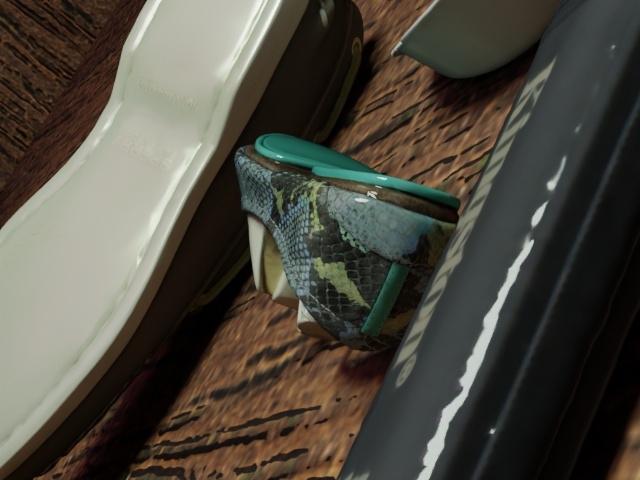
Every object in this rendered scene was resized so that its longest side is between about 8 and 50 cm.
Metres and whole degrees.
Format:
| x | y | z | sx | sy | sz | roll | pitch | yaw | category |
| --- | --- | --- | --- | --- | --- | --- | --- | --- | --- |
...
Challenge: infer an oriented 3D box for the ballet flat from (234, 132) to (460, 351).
| x | y | z | sx | sy | sz | roll | pitch | yaw | category |
| --- | --- | --- | --- | --- | --- | --- | --- | --- | --- |
| 0.000 | 0.000 | 0.591 | 0.070 | 0.070 | 0.188 | -56 | 11 | 1 | ballet flat |

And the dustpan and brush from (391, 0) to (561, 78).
| x | y | z | sx | sy | sz | roll | pitch | yaw | category |
| --- | --- | --- | --- | --- | --- | --- | --- | --- | --- |
| 0.069 | -0.108 | 0.590 | 0.147 | 0.060 | 0.211 | -52 | 15 | 18 | dustpan and brush |

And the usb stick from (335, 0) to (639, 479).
| x | y | z | sx | sy | sz | roll | pitch | yaw | category |
| --- | --- | --- | --- | --- | --- | --- | --- | --- | --- |
| 0.061 | -0.006 | 0.427 | 0.077 | 0.045 | 0.278 | -27 | 33 | 61 | usb stick |

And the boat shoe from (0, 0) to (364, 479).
| x | y | z | sx | sy | sz | roll | pitch | yaw | category |
| --- | --- | --- | --- | --- | --- | --- | --- | --- | --- |
| -0.080 | -0.006 | 0.802 | 0.109 | 0.091 | 0.305 | 32 | 90 | 39 | boat shoe |
